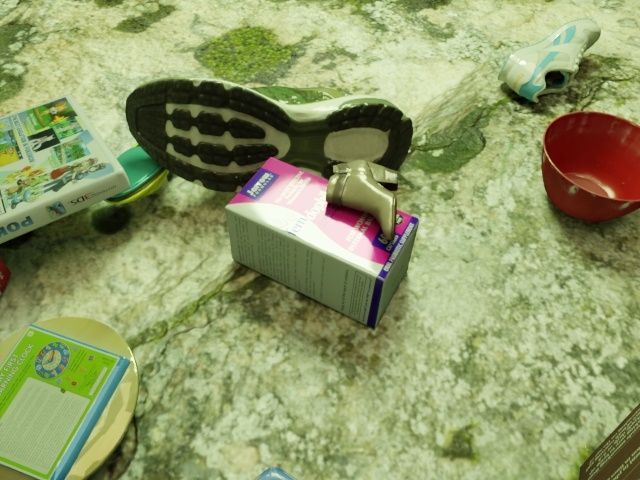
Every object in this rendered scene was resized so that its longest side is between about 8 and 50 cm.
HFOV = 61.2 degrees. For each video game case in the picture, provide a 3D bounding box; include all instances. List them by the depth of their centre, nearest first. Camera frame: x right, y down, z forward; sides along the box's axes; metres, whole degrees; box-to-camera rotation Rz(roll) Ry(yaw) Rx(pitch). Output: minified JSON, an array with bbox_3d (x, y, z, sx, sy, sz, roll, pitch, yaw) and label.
[{"bbox_3d":[-0.450,-0.090,0.741,0.299,0.036,0.329,-27,41,-19],"label":"video game case"}]

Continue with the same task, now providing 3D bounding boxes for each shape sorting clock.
[{"bbox_3d":[-0.302,0.179,0.596,0.206,0.040,0.206,0,56,0],"label":"shape sorting clock"}]

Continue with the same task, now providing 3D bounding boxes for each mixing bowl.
[{"bbox_3d":[0.402,-0.095,0.797,0.181,0.098,0.182,2,52,-2],"label":"mixing bowl"}]

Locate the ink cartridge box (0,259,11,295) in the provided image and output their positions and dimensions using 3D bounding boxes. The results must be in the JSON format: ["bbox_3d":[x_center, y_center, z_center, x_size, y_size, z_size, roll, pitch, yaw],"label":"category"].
[{"bbox_3d":[-0.464,0.082,0.649,0.109,0.063,0.151,3,52,0],"label":"ink cartridge box"}]

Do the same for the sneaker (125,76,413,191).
[{"bbox_3d":[-0.077,-0.174,0.817,0.409,0.158,0.182,3,28,-20],"label":"sneaker"}]

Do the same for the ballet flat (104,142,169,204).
[{"bbox_3d":[-0.243,-0.122,0.805,0.077,0.077,0.231,11,54,10],"label":"ballet flat"}]

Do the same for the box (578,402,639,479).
[{"bbox_3d":[0.284,0.221,0.371,0.143,0.191,0.381,39,21,22],"label":"box"}]

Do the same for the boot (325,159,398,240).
[{"bbox_3d":[0.049,-0.050,0.651,0.086,0.042,0.119,3,49,7],"label":"boot"}]

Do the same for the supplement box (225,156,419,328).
[{"bbox_3d":[0.000,0.000,0.702,0.219,0.114,0.111,23,54,17],"label":"supplement box"}]

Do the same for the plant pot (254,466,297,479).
[{"bbox_3d":[-0.020,0.348,0.373,0.235,0.212,0.236,33,58,22],"label":"plant pot"}]

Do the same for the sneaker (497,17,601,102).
[{"bbox_3d":[0.435,-0.326,0.991,0.228,0.087,0.092,-32,67,-16],"label":"sneaker"}]
